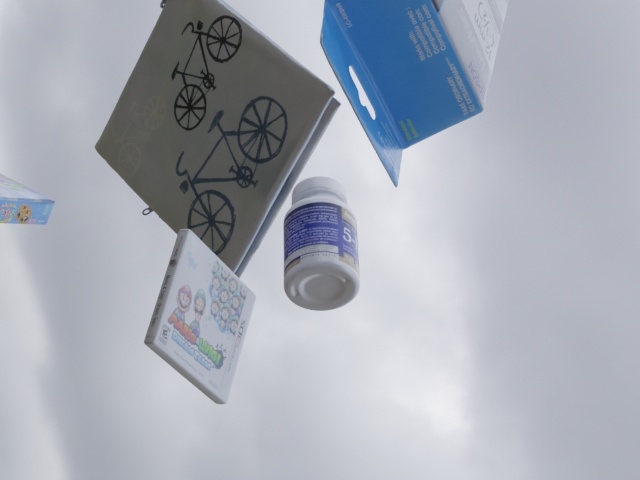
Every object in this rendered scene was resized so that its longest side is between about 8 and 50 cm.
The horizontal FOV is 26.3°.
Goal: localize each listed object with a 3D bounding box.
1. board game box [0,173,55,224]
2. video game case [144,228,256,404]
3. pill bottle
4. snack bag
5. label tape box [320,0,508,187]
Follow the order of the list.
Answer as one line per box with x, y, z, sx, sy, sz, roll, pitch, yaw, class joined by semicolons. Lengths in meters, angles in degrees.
-0.436;-0.067;1.622;0.160;0.211;0.039;26;-83;18;board game box
-0.132;0.087;1.542;0.019;0.143;0.157;-3;-32;30;video game case
0.000;0.000;2.026;0.112;0.112;0.187;104;-13;-49;pill bottle
-0.156;-0.156;1.879;0.342;0.037;0.323;42;-64;29;snack bag
0.122;-0.276;1.669;0.249;0.115;0.348;58;34;-39;label tape box
